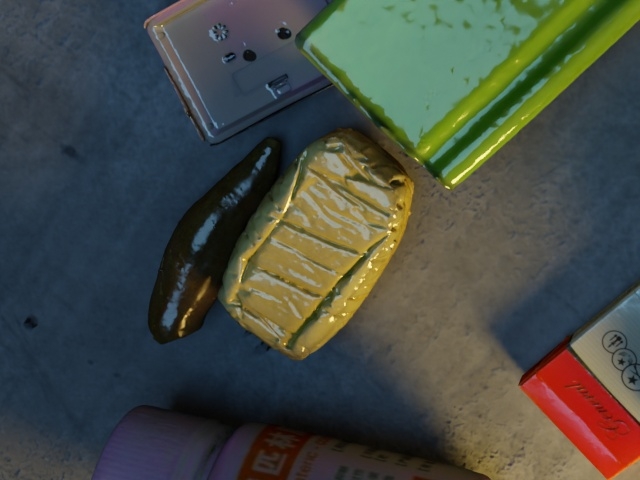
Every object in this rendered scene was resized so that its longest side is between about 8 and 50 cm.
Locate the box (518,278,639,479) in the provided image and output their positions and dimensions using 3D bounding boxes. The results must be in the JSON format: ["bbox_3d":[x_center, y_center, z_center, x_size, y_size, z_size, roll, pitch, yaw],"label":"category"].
[{"bbox_3d":[0.325,0.113,1.526,0.139,0.035,0.245,45,115,0],"label":"box"}]

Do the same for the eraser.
[{"bbox_3d":[0.145,-0.205,1.423,0.210,0.092,0.274,45,98,-4],"label":"eraser"}]

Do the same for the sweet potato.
[{"bbox_3d":[-0.112,-0.006,1.623,0.077,0.077,0.243,28,102,9],"label":"sweet potato"}]

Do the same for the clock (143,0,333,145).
[{"bbox_3d":[-0.057,-0.198,1.541,0.192,0.071,0.147,-26,97,24],"label":"clock"}]

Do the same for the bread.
[{"bbox_3d":[0.000,0.000,1.563,0.140,0.106,0.236,35,113,5],"label":"bread"}]

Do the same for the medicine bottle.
[{"bbox_3d":[-0.029,0.302,1.606,0.388,0.219,0.219,11,109,16],"label":"medicine bottle"}]
